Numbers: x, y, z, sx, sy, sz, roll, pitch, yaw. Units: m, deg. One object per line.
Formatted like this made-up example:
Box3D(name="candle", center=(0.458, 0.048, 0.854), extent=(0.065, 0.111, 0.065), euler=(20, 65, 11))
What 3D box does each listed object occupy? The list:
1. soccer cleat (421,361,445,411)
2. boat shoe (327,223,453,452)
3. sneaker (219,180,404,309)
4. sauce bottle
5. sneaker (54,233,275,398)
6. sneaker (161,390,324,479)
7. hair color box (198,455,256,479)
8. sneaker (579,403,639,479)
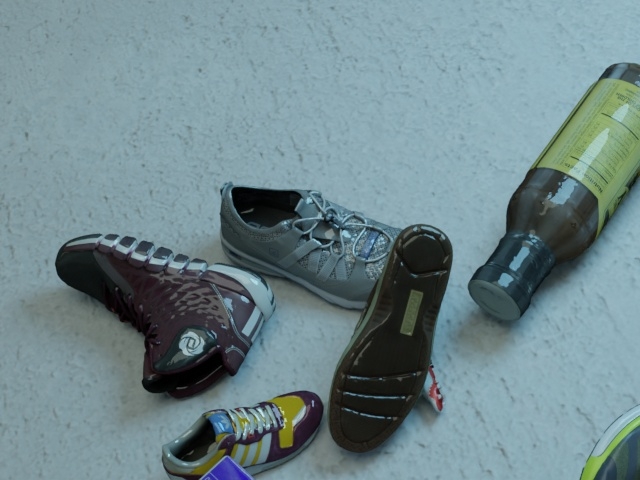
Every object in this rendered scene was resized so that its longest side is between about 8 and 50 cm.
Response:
Box3D(name="soccer cleat", center=(0.113, 0.158, 1.544), extent=(0.035, 0.029, 0.083), euler=(-23, 48, 7))
Box3D(name="boat shoe", center=(0.079, 0.109, 1.541), extent=(0.095, 0.095, 0.257), euler=(25, 86, -3))
Box3D(name="sneaker", center=(0.000, 0.000, 1.634), extent=(0.281, 0.115, 0.105), euler=(10, 56, 19))
Box3D(name="sauce bottle", center=(0.286, -0.055, 1.613), extent=(0.111, 0.111, 0.344), euler=(26, 64, 29))
Box3D(name="sneaker", center=(-0.205, 0.093, 1.624), extent=(0.281, 0.106, 0.162), euler=(10, 59, 20))
Box3D(name="sneaker", center=(-0.082, 0.209, 1.515), extent=(0.185, 0.084, 0.069), euler=(-30, 52, -9))
Box3D(name="hair color box", center=(-0.160, 0.386, 1.335), extent=(0.339, 0.185, 0.110), euler=(-40, 56, -17))
Box3D(name="sneaker", center=(0.377, 0.207, 1.378), extent=(0.300, 0.111, 0.121), euler=(-35, 42, -12))
